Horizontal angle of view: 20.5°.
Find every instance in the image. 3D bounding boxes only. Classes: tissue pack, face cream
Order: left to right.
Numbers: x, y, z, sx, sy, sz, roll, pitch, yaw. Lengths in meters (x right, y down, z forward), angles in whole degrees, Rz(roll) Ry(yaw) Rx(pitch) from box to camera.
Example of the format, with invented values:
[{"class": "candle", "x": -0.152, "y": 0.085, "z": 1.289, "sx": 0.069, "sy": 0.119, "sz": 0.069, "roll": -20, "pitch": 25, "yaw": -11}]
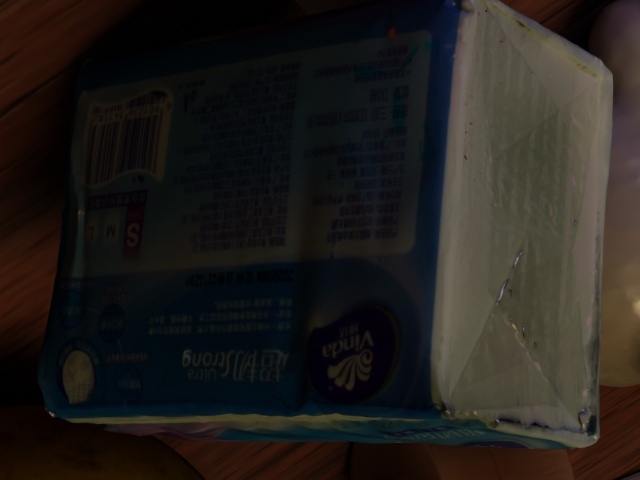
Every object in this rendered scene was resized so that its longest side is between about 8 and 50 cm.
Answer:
[{"class": "tissue pack", "x": 0.000, "y": 0.000, "z": 0.881, "sx": 0.263, "sy": 0.198, "sz": 0.146, "roll": -5, "pitch": 164, "yaw": 40}, {"class": "face cream", "x": 0.101, "y": 0.183, "z": 1.270, "sx": 0.104, "sy": 0.149, "sz": 0.149, "roll": -9, "pitch": 136, "yaw": -27}]

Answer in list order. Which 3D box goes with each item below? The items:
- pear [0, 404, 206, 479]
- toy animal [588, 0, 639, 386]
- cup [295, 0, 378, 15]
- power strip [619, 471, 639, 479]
[{"class": "pear", "x": -0.175, "y": 0.231, "z": 1.060, "sx": 0.280, "sy": 0.281, "sz": 0.281, "roll": -18, "pitch": 139, "yaw": -17}, {"class": "toy animal", "x": 0.281, "y": -0.061, "z": 1.061, "sx": 0.367, "sy": 0.241, "sz": 0.196, "roll": -35, "pitch": 143, "yaw": 4}, {"class": "cup", "x": 0.052, "y": -0.181, "z": 0.916, "sx": 0.099, "sy": 0.136, "sz": 0.133, "roll": 26, "pitch": 123, "yaw": 1}, {"class": "power strip", "x": 0.262, "y": 0.241, "z": 1.529, "sx": 0.192, "sy": 0.035, "sz": 0.081, "roll": -20, "pitch": 140, "yaw": -14}]
